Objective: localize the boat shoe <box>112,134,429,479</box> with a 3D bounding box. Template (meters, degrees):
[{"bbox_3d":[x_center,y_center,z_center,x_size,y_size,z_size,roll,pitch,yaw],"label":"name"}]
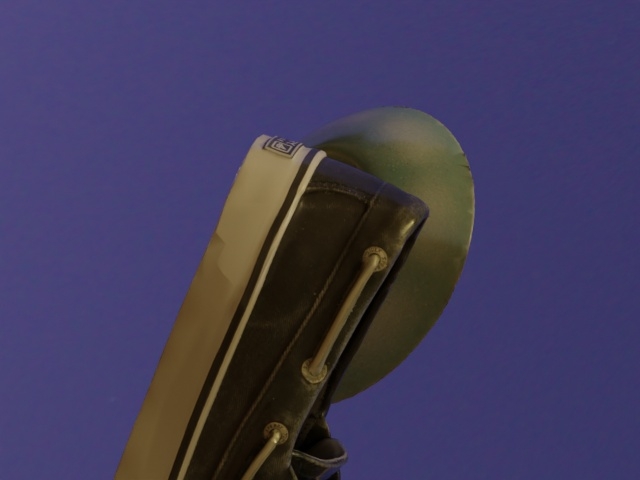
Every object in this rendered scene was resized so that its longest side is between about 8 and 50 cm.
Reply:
[{"bbox_3d":[-0.033,0.108,0.697,0.105,0.113,0.306,22,-84,7],"label":"boat shoe"}]

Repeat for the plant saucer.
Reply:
[{"bbox_3d":[0.000,0.000,0.847,0.195,0.037,0.195,-24,-129,32],"label":"plant saucer"}]
